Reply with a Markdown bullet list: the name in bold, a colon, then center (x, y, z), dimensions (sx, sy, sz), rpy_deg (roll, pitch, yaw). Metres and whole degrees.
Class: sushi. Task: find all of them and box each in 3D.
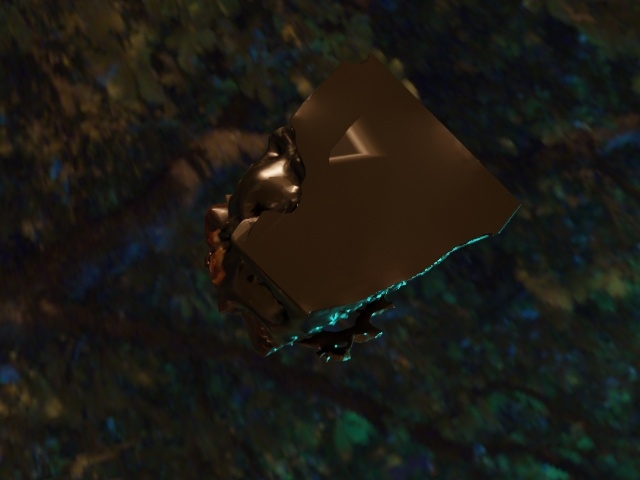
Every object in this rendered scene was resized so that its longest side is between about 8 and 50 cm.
- **sushi**: center (0.000, 0.000, 1.184), dimensions (0.153, 0.150, 0.172), rpy_deg (45, -120, -7)
